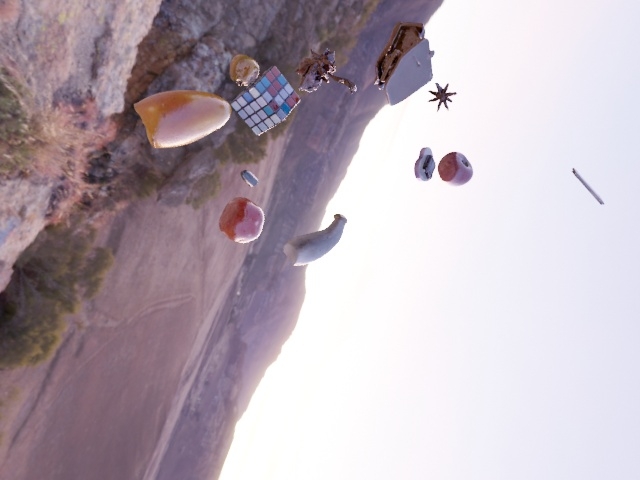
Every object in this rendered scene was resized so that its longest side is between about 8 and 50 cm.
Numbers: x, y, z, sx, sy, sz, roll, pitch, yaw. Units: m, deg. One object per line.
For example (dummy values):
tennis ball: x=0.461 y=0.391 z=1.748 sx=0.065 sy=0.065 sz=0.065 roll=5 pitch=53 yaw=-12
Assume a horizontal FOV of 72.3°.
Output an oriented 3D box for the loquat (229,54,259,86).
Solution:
loquat: x=-0.347 y=-0.765 z=1.972 sx=0.113 sy=0.137 sz=0.137 roll=32 pitch=-78 yaw=46

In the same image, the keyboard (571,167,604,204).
keyboard: x=0.965 y=-0.195 z=1.584 sx=0.017 sy=0.166 sz=0.055 roll=-40 pitch=-168 yaw=34

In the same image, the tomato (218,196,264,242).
tomato: x=-0.392 y=-0.098 z=2.200 sx=0.188 sy=0.232 sz=0.232 roll=-173 pitch=-75 yaw=-79

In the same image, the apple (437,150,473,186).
apple: x=0.562 y=-0.298 z=1.844 sx=0.120 sy=0.153 sz=0.153 roll=-35 pitch=-155 yaw=42

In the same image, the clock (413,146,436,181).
clock: x=0.570 y=-0.393 z=2.336 sx=0.172 sy=0.064 sz=0.198 roll=51 pitch=56 yaw=-41

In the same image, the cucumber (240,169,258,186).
cucumber: x=-0.306 y=-0.267 z=1.847 sx=0.048 sy=0.048 sz=0.105 roll=-69 pitch=155 yaw=-13

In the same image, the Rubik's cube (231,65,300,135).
Rubik's cube: x=-0.198 y=-0.502 z=1.584 sx=0.154 sy=0.155 sz=0.151 roll=-15 pitch=-144 yaw=45

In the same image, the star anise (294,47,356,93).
star anise: x=0.020 y=-0.798 z=2.111 sx=0.237 sy=0.347 sz=0.148 roll=-64 pitch=167 yaw=-6

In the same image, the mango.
mango: x=-0.380 y=-0.356 z=1.265 sx=0.187 sy=0.257 sz=0.138 roll=104 pitch=-39 yaw=-70

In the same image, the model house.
model house: x=0.279 y=-0.638 z=1.545 sx=0.199 sy=0.220 sz=0.229 roll=52 pitch=15 yaw=-49

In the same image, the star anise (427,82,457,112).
star anise: x=0.544 y=-0.648 z=1.967 sx=0.042 sy=0.141 sz=0.141 roll=-49 pitch=168 yaw=-47

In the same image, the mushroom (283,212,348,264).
mushroom: x=0.000 y=0.000 z=1.628 sx=0.270 sy=0.118 sz=0.103 roll=-30 pitch=164 yaw=-15
